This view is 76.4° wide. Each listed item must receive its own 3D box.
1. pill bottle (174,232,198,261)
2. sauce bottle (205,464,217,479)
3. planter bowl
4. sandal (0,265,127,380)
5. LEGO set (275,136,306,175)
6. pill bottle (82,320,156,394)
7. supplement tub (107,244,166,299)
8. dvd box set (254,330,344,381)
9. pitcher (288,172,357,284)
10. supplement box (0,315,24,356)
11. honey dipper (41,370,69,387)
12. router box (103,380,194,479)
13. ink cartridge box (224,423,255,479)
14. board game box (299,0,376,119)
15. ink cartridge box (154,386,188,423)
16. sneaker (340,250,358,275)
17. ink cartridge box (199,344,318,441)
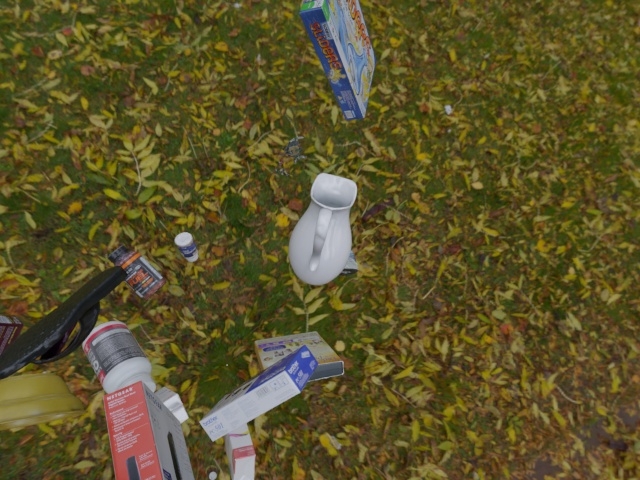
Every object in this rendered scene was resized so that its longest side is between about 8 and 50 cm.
[{"bbox_3d":[-0.523,0.030,1.605,0.067,0.120,0.067,-2,50,3],"label":"pill bottle"},{"bbox_3d":[-0.387,0.828,1.447,0.042,0.128,0.042,5,68,-14],"label":"sauce bottle"},{"bbox_3d":[-0.592,0.322,0.820,0.217,0.217,0.090,-7,70,-15],"label":"planter bowl"},{"bbox_3d":[-0.703,0.235,1.163,0.107,0.168,0.445,64,30,-23],"label":"sandal"},{"bbox_3d":[-0.058,-0.162,0.767,0.083,0.054,0.023,-43,46,10],"label":"LEGO set"},{"bbox_3d":[-0.763,0.474,1.558,0.176,0.176,0.318,-37,58,-20],"label":"pill bottle"},{"bbox_3d":[-0.649,0.110,1.435,0.198,0.106,0.106,47,69,-11],"label":"supplement tub"},{"bbox_3d":[-0.108,0.494,1.738,0.308,0.420,0.062,-6,95,-15],"label":"dvd box set"},{"bbox_3d":[0.000,0.000,0.786,0.126,0.207,0.177,17,36,4],"label":"pitcher"},{"bbox_3d":[-1.133,0.310,1.325,0.073,0.239,0.130,23,87,30],"label":"supplement box"},{"bbox_3d":[-0.978,0.518,1.496,0.031,0.160,0.030,0,52,-1],"label":"honey dipper"},{"bbox_3d":[-0.354,0.514,0.896,0.082,0.335,0.301,-20,56,-17],"label":"router box"},{"bbox_3d":[-0.262,0.653,1.299,0.067,0.198,0.115,-2,112,-23],"label":"ink cartridge box"},{"bbox_3d":[0.036,-0.305,0.620,0.035,0.201,0.136,2,65,24],"label":"board game box"},{"bbox_3d":[-0.488,0.533,1.271,0.092,0.143,0.089,-28,102,-37],"label":"ink cartridge box"},{"bbox_3d":[0.029,0.086,1.826,0.283,0.110,0.122,7,60,-21],"label":"sneaker"},{"bbox_3d":[-0.106,0.265,0.711,0.207,0.097,0.046,-36,89,20],"label":"ink cartridge box"}]
